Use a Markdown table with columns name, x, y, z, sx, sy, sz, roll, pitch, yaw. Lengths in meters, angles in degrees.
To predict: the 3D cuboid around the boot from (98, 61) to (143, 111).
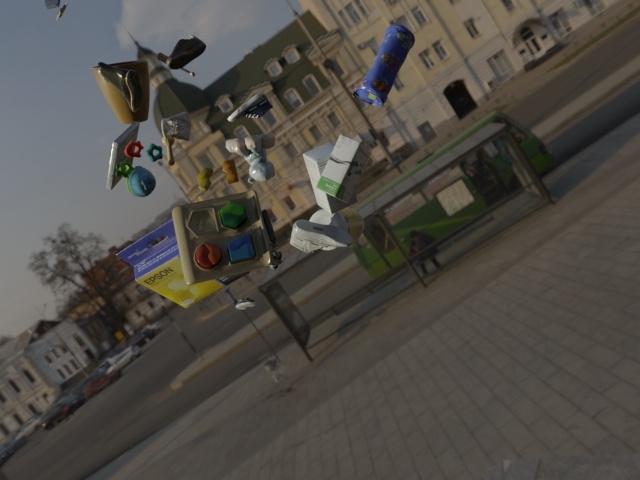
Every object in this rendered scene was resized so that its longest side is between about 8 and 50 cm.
| name | x | y | z | sx | sy | sz | roll | pitch | yaw |
| --- | --- | --- | --- | --- | --- | --- | --- | --- | --- |
| boot | -0.760 | -0.588 | 1.882 | 0.198 | 0.137 | 0.077 | 113 | 175 | -56 |

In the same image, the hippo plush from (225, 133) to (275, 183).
| name | x | y | z | sx | sy | sz | roll | pitch | yaw |
| --- | --- | --- | --- | --- | --- | --- | --- | --- | --- |
| hippo plush | -0.346 | -0.406 | 2.502 | 0.234 | 0.237 | 0.294 | -13 | 13 | -19 |

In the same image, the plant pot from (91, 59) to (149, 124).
| name | x | y | z | sx | sy | sz | roll | pitch | yaw |
| --- | --- | --- | --- | --- | --- | --- | --- | --- | --- |
| plant pot | -0.863 | -0.657 | 2.206 | 0.237 | 0.255 | 0.237 | -5 | 24 | 2 |

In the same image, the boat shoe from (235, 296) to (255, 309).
| name | x | y | z | sx | sy | sz | roll | pitch | yaw |
| --- | --- | --- | --- | --- | --- | --- | --- | --- | --- |
| boat shoe | -0.287 | 0.237 | 1.898 | 0.125 | 0.046 | 0.038 | -29 | 49 | 55 |

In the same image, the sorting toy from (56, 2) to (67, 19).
| name | x | y | z | sx | sy | sz | roll | pitch | yaw |
| --- | --- | --- | --- | --- | --- | --- | --- | --- | --- |
| sorting toy | -1.026 | -0.898 | 1.951 | 0.083 | 0.012 | 0.062 | -21 | 45 | 46 |

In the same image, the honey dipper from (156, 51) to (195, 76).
| name | x | y | z | sx | sy | sz | roll | pitch | yaw |
| --- | --- | --- | --- | --- | --- | --- | --- | --- | --- |
| honey dipper | -0.546 | -0.667 | 1.879 | 0.031 | 0.160 | 0.030 | -61 | -5 | -9 |

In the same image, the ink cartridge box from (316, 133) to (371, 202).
| name | x | y | z | sx | sy | sz | roll | pitch | yaw |
| --- | --- | --- | --- | --- | --- | --- | --- | --- | --- |
| ink cartridge box | 0.090 | -0.267 | 1.856 | 0.220 | 0.092 | 0.160 | -65 | -21 | 5 |

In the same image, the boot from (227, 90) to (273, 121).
| name | x | y | z | sx | sy | sz | roll | pitch | yaw |
| --- | --- | --- | --- | --- | --- | --- | --- | --- | --- |
| boot | -0.295 | -0.541 | 2.087 | 0.190 | 0.086 | 0.069 | -37 | 17 | 4 |

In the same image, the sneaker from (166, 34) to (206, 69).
| name | x | y | z | sx | sy | sz | roll | pitch | yaw |
| --- | --- | --- | --- | --- | --- | --- | --- | --- | --- |
| sneaker | -0.485 | -0.660 | 1.730 | 0.188 | 0.071 | 0.066 | -49 | 0 | -41 |

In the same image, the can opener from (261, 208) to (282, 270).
| name | x | y | z | sx | sy | sz | roll | pitch | yaw |
| --- | --- | --- | --- | --- | --- | --- | --- | --- | --- |
| can opener | -0.247 | -0.001 | 2.243 | 0.075 | 0.284 | 0.095 | -6 | -25 | -29 |

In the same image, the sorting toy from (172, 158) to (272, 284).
| name | x | y | z | sx | sy | sz | roll | pitch | yaw |
| --- | --- | --- | --- | --- | --- | --- | --- | --- | --- |
| sorting toy | -0.266 | -0.057 | 1.276 | 0.228 | 0.307 | 0.041 | -14 | -14 | -4 |

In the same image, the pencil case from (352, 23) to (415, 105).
| name | x | y | z | sx | sy | sz | roll | pitch | yaw |
| --- | --- | --- | --- | --- | --- | --- | --- | --- | --- |
| pencil case | 0.236 | -0.637 | 1.822 | 0.306 | 0.119 | 0.133 | -63 | 8 | -10 |

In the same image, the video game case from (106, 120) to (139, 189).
| name | x | y | z | sx | sy | sz | roll | pitch | yaw |
| --- | --- | --- | --- | --- | --- | --- | --- | --- | --- |
| video game case | -0.722 | -0.314 | 1.809 | 0.212 | 0.023 | 0.193 | -87 | 18 | -57 |

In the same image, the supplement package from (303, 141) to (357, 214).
| name | x | y | z | sx | sy | sz | roll | pitch | yaw |
| --- | --- | --- | --- | --- | --- | --- | --- | --- | --- |
| supplement package | 0.042 | -0.257 | 2.030 | 0.133 | 0.244 | 0.139 | -26 | 33 | -15 |

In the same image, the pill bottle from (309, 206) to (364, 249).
| name | x | y | z | sx | sy | sz | roll | pitch | yaw |
| --- | --- | --- | --- | --- | --- | --- | --- | --- | --- |
| pill bottle | 0.088 | -0.063 | 2.304 | 0.187 | 0.188 | 0.334 | -32 | -8 | 22 |

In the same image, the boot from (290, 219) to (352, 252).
| name | x | y | z | sx | sy | sz | roll | pitch | yaw |
| --- | --- | --- | --- | --- | --- | --- | --- | --- | --- |
| boot | 0.000 | 0.000 | 2.102 | 0.095 | 0.258 | 0.123 | -76 | 5 | -48 |

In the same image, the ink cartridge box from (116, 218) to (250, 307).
| name | x | y | z | sx | sy | sz | roll | pitch | yaw |
| --- | --- | --- | --- | --- | --- | --- | --- | --- | --- |
| ink cartridge box | -0.435 | 0.078 | 1.587 | 0.303 | 0.307 | 0.072 | -28 | 48 | 23 |

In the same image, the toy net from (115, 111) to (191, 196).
| name | x | y | z | sx | sy | sz | roll | pitch | yaw |
| --- | --- | --- | --- | --- | --- | --- | --- | --- | --- |
| toy net | -0.387 | -0.217 | 1.149 | 0.045 | 0.122 | 0.232 | 8 | 63 | 38 |

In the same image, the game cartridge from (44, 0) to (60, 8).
| name | x | y | z | sx | sy | sz | roll | pitch | yaw |
| --- | --- | --- | --- | --- | --- | --- | --- | --- | --- |
| game cartridge | -1.036 | -0.926 | 1.911 | 0.055 | 0.083 | 0.017 | -9 | -29 | -5 |
